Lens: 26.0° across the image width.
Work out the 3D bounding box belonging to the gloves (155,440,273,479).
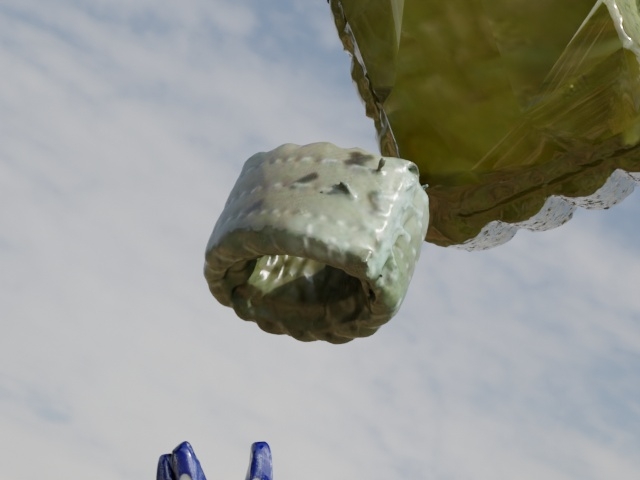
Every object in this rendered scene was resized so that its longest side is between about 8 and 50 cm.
[{"bbox_3d":[-0.032,0.110,0.489,0.064,0.086,0.026,-22,-1,22],"label":"gloves"}]

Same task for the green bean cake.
[{"bbox_3d":[0.122,-0.130,0.780,0.232,0.236,0.124,-23,-7,15],"label":"green bean cake"}]

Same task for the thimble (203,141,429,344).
[{"bbox_3d":[0.000,0.000,0.614,0.084,0.062,0.110,33,-30,-21],"label":"thimble"}]
